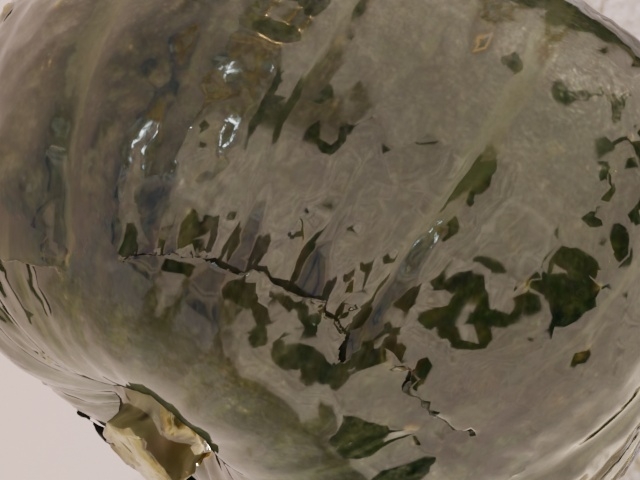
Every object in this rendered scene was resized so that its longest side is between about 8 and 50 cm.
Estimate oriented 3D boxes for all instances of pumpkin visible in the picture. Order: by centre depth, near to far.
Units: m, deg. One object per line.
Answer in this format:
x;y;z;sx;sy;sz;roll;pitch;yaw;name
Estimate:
0.000;0.000;0.534;0.257;0.328;0.291;-55;-22;-24;pumpkin
